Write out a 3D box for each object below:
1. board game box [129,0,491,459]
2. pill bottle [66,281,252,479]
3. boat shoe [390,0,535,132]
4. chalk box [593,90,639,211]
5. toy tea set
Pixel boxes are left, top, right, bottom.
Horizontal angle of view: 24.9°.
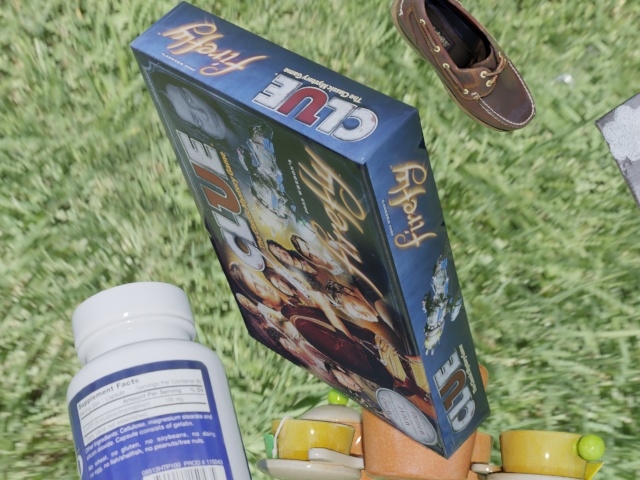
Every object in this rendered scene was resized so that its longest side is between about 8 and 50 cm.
[{"bbox_3d":[0.000,0.000,0.778,0.165,0.243,0.042,29,62,36],"label":"board game box"},{"bbox_3d":[-0.111,0.128,0.977,0.112,0.112,0.186,-13,63,-5],"label":"pill bottle"},{"bbox_3d":[0.163,-0.194,1.575,0.207,0.073,0.073,40,73,-19],"label":"boat shoe"},{"bbox_3d":[0.427,-0.114,1.535,0.213,0.132,0.132,-33,58,20],"label":"chalk box"},{"bbox_3d":[0.065,0.137,1.163,0.200,0.336,0.124,14,75,-32],"label":"toy tea set"}]
